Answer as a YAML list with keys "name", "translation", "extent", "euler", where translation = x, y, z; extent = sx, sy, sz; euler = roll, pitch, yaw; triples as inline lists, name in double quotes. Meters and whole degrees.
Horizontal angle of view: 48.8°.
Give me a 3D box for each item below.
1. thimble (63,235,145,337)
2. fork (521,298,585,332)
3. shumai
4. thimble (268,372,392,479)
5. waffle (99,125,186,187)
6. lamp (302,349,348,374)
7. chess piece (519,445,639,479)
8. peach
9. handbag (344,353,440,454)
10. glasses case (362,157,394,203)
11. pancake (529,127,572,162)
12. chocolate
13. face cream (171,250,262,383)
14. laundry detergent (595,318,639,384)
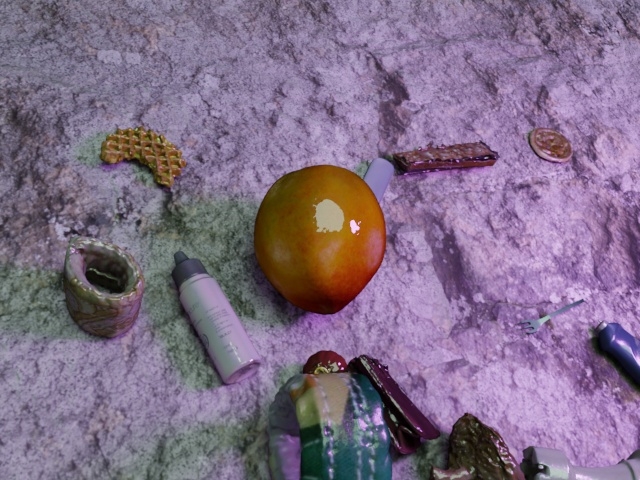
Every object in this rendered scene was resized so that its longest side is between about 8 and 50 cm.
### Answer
- name: "thimble"
  translation: [-0.441, 0.090, 1.406]
  extent: [0.190, 0.143, 0.137]
  euler: [41, 52, 11]
- name: "fork"
  translation: [0.594, 0.192, 1.799]
  extent: [0.235, 0.021, 0.039]
  euler: [-16, 66, -31]
- name: "shumai"
  translation: [0.298, 0.464, 1.422]
  extent: [0.175, 0.166, 0.206]
  euler: [-28, 53, -6]
- name: "thimble"
  translation: [0.007, 0.369, 1.274]
  extent: [0.167, 0.288, 0.254]
  euler: [2, 69, -17]
- name: "waffle"
  translation: [-0.424, -0.201, 1.690]
  extent: [0.194, 0.051, 0.149]
  euler: [31, 50, -3]
- name: "lamp"
  translation: [0.012, 0.279, 1.472]
  extent: [0.101, 0.090, 0.101]
  euler: [-3, 79, 15]
- name: "chess piece"
  translation: [0.572, 0.510, 1.461]
  extent: [0.298, 0.195, 0.195]
  euler: [11, 51, -2]
- name: "peach"
  translation: [0.000, 0.000, 1.557]
  extent: [0.307, 0.308, 0.333]
  euler: [4, 70, -18]
- name: "handbag"
  translation: [0.138, 0.329, 1.421]
  extent: [0.074, 0.203, 0.216]
  euler: [-41, 69, 3]
- name: "glasses case"
  translation: [0.144, -0.152, 1.869]
  extent: [0.067, 0.045, 0.178]
  euler: [26, 51, 0]
- name: "pancake"
  translation: [0.723, -0.299, 2.207]
  extent: [0.151, 0.025, 0.152]
  euler: [11, 50, -13]
- name: "chocolate"
  translation: [0.355, -0.230, 1.999]
  extent: [0.329, 0.065, 0.102]
  euler: [-8, 39, -26]
- name: "face cream"
  translation: [-0.232, 0.146, 1.476]
  extent: [0.092, 0.092, 0.311]
  euler: [-19, 64, -31]
- name: "laundry detergent"
  translation: [0.775, 0.277, 1.775]
  extent: [0.096, 0.061, 0.206]
  euler: [-34, 71, -34]
